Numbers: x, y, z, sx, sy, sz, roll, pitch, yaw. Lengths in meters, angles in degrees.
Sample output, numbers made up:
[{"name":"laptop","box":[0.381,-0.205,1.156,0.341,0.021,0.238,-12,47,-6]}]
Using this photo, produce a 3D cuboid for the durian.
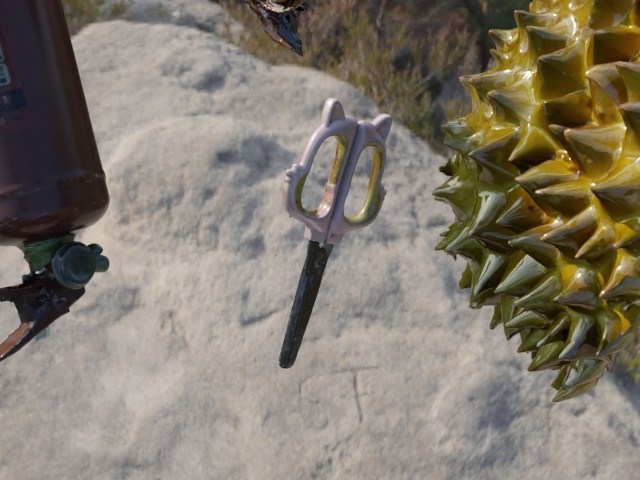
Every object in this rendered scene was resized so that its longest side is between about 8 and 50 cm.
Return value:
[{"name":"durian","box":[0.142,-0.049,0.402,0.186,0.261,0.153,38,23,34]}]

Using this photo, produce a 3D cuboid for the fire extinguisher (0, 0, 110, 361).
[{"name":"fire extinguisher","box":[-0.236,-0.082,0.622,0.147,0.106,0.337,-15,93,-38]}]

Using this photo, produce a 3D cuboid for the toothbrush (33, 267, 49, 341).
[{"name":"toothbrush","box":[-0.303,0.044,0.950,0.016,0.220,0.019,42,49,19]}]

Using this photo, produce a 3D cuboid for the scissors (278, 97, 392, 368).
[{"name":"scissors","box":[0.000,0.000,1.002,0.160,0.318,0.024,8,13,-44]}]

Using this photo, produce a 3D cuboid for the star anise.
[{"name":"star anise","box":[-0.065,-0.314,1.195,0.053,0.157,0.212,-36,29,-15]}]
